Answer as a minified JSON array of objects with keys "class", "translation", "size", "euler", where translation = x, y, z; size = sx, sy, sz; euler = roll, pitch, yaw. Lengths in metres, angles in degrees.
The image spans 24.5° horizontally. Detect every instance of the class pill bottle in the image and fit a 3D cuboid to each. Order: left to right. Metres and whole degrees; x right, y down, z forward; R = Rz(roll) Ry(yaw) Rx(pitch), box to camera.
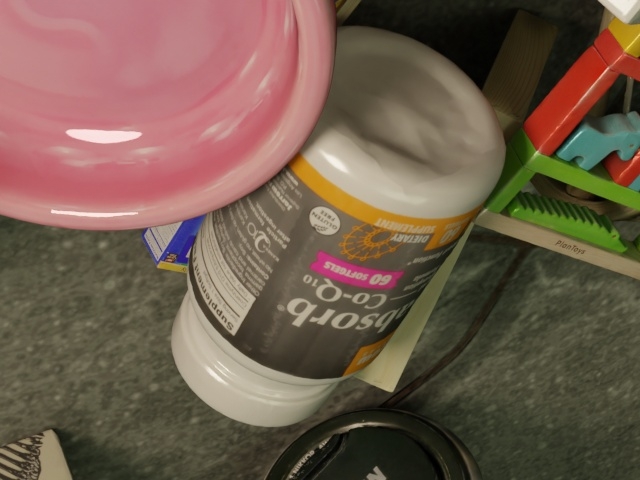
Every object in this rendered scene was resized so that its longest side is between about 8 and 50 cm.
[{"class":"pill bottle","translation":[0.000,0.000,1.024],"size":[0.162,0.162,0.278],"euler":[-1,141,-29]}]

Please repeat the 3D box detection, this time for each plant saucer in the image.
[{"class":"plant saucer","translation":[-0.152,-0.144,0.847],"size":[0.332,0.084,0.332],"euler":[5,139,4]}]

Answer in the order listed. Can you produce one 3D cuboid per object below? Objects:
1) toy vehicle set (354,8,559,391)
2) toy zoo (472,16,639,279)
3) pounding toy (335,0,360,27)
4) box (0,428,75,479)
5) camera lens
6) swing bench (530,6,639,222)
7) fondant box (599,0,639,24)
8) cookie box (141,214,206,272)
[{"class":"toy vehicle set","translation":[0.104,-0.029,1.139],"size":[0.035,0.166,0.267],"euler":[24,125,3]},{"class":"toy zoo","translation":[0.254,-0.098,1.000],"size":[0.192,0.030,0.293],"euler":[16,126,-37]},{"class":"pounding toy","translation":[-0.004,-0.213,0.931],"size":[0.130,0.100,0.141],"euler":[20,119,-42]},{"class":"box","translation":[-0.327,0.265,1.215],"size":[0.275,0.113,0.094],"euler":[-20,137,-13]},{"class":"camera lens","translation":[0.068,0.307,1.397],"size":[0.219,0.219,0.274],"euler":[-27,139,-3]},{"class":"swing bench","translation":[0.334,-0.115,1.175],"size":[0.253,0.165,0.255],"euler":[-3,133,-28]},{"class":"fondant box","translation":[0.203,-0.323,0.832],"size":[0.330,0.238,0.096],"euler":[-51,166,21]},{"class":"cookie box","translation":[-0.070,-0.023,1.128],"size":[0.092,0.040,0.107],"euler":[11,125,-38]}]
